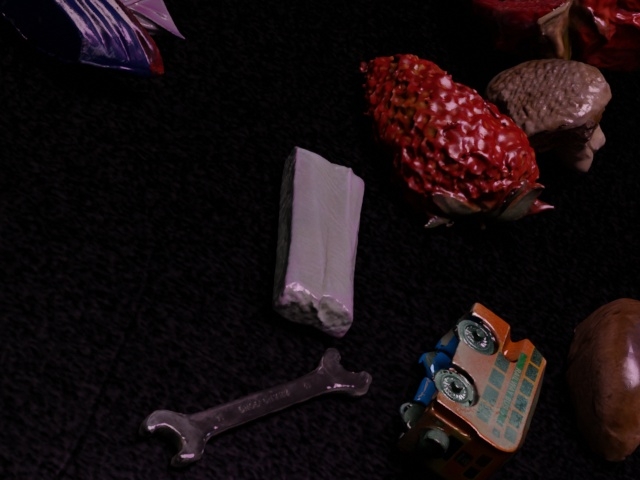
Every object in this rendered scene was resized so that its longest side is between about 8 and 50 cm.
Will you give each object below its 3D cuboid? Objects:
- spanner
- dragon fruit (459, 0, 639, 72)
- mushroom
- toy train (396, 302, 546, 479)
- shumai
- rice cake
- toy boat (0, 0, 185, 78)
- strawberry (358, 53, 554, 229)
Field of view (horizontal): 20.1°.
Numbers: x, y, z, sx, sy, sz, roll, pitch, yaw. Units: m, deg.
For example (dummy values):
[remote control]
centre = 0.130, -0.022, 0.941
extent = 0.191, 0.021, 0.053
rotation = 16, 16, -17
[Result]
[spanner]
centre = -0.047, 0.134, 1.478
extent = 0.254, 0.015, 0.054
rotation = -15, 57, -48
[dragon fruit]
centre = 0.277, -0.245, 2.080
extent = 0.205, 0.152, 0.317
rotation = -31, 32, -32
[mushroom]
centre = 0.282, 0.112, 1.717
extent = 0.072, 0.094, 0.210
rotation = 31, 40, -12
[toy train]
centre = 0.130, 0.139, 1.574
extent = 0.099, 0.072, 0.188
rotation = 38, 34, -7
[shumai]
centre = 0.256, -0.126, 1.961
extent = 0.145, 0.145, 0.116
rotation = -92, 162, -48
[rice cake]
centre = -0.001, 0.000, 1.648
extent = 0.080, 0.042, 0.222
rotation = 28, 35, -18
[toy boat]
centre = -0.221, -0.267, 1.755
extent = 0.219, 0.072, 0.318
rotation = 30, 32, -13
[strawberry]
centre = 0.140, -0.116, 1.847
extent = 0.174, 0.098, 0.228
rotation = 8, 45, -35
